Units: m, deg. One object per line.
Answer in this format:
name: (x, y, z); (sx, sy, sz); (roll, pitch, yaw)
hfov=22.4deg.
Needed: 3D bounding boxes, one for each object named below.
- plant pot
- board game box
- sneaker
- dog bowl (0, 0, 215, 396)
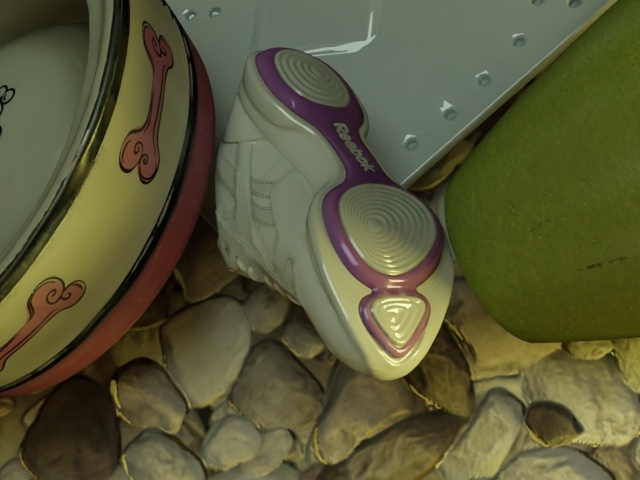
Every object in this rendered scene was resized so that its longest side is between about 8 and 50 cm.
plant pot: (0.238, -0.049, 1.082); (0.294, 0.275, 0.274); (-28, 52, 30)
board game box: (0.006, -0.190, 1.367); (0.390, 0.050, 0.390); (-41, 56, -5)
sneaker: (0.000, 0.000, 1.159); (0.152, 0.114, 0.305); (-60, 35, 32)
dog bowl: (-0.253, -0.059, 1.267); (0.408, 0.150, 0.408); (-22, 53, 33)
